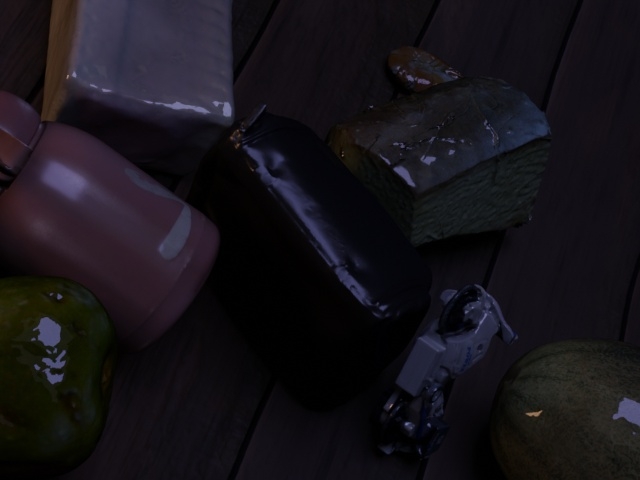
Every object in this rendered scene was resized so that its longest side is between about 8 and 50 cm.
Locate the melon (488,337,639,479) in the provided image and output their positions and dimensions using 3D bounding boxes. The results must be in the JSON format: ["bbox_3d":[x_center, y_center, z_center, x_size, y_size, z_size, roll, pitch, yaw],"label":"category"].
[{"bbox_3d":[0.346,0.241,1.907,0.329,0.248,0.248,26,47,-4],"label":"melon"}]

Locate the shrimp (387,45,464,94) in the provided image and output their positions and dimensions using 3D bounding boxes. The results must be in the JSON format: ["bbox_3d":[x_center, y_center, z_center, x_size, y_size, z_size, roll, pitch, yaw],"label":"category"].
[{"bbox_3d":[0.174,-0.212,2.287,0.184,0.043,0.091,27,43,-9],"label":"shrimp"}]

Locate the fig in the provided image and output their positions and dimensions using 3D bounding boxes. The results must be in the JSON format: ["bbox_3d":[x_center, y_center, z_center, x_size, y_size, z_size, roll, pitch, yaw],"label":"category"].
[{"bbox_3d":[-0.341,0.125,1.647,0.275,0.206,0.206,7,50,1],"label":"fig"}]

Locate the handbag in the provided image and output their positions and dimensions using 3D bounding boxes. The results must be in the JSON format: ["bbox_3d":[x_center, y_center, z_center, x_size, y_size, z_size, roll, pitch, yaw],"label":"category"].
[{"bbox_3d":[0.002,-0.001,1.858,0.178,0.275,0.302,-31,76,-32],"label":"handbag"}]

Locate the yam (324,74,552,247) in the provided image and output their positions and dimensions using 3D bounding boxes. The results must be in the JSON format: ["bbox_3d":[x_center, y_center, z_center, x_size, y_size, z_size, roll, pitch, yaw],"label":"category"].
[{"bbox_3d":[0.124,-0.086,2.068,0.201,0.202,0.271,34,43,27],"label":"yam"}]

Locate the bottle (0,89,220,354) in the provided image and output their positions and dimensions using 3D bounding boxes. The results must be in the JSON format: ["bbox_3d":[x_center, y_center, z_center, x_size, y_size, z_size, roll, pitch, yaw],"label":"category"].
[{"bbox_3d":[-0.258,-0.028,1.741,0.297,0.206,0.173,39,82,-17],"label":"bottle"}]

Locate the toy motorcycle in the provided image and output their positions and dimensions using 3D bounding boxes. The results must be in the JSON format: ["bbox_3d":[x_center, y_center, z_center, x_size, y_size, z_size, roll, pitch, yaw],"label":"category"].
[{"bbox_3d":[0.138,0.140,1.890,0.102,0.221,0.150,35,20,24],"label":"toy motorcycle"}]

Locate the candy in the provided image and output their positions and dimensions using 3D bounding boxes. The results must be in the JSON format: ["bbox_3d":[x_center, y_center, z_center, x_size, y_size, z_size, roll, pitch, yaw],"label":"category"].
[{"bbox_3d":[-0.219,-0.252,2.012,0.208,0.145,0.358,15,51,-23],"label":"candy"}]
